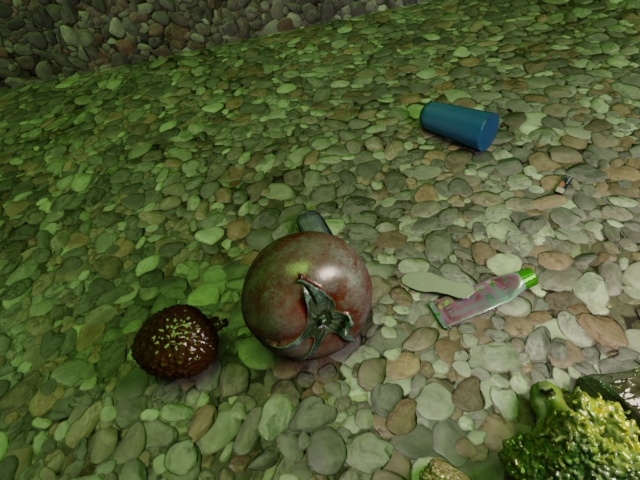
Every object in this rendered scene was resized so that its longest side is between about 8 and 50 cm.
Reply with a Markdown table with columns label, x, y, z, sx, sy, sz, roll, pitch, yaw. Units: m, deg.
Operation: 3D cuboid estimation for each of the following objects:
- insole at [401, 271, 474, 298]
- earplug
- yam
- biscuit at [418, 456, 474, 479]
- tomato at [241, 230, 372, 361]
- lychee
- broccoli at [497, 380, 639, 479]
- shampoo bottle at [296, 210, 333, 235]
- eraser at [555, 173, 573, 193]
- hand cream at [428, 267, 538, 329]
| label | x | y | z | sx | sy | sz | roll | pitch | yaw |
| --- | --- | --- | --- | --- | --- | --- | --- | --- | --- |
| insole | 0.313 | 0.117 | 1.198 | 0.197 | 0.004 | 0.065 | 10 | 53 | 31 |
| earplug | 0.476 | -0.421 | 1.589 | 0.273 | 0.132 | 0.132 | 31 | 60 | 36 |
| yam | 0.670 | 0.310 | 0.891 | 0.255 | 0.153 | 0.153 | -11 | 48 | -4 |
| biscuit | 0.271 | 0.488 | 0.852 | 0.169 | 0.082 | 0.070 | 30 | 86 | 31 |
| tomato | -0.031 | 0.131 | 1.072 | 0.317 | 0.316 | 0.282 | -26 | 34 | -12 |
| lychee | -0.344 | 0.249 | 1.111 | 0.239 | 0.200 | 0.200 | -19 | 48 | -18 |
| broccoli | 0.439 | 0.359 | 0.824 | 0.242 | 0.180 | 0.272 | -39 | 36 | 24 |
| shampoo bottle | 0.000 | 0.000 | 1.351 | 0.087 | 0.049 | 0.233 | -21 | 48 | -10 |
| eraser | 0.757 | -0.176 | 1.384 | 0.027 | 0.019 | 0.099 | 27 | 60 | 30 |
| hand cream | 0.424 | 0.145 | 1.153 | 0.276 | 0.050 | 0.079 | -23 | 23 | -2 |
